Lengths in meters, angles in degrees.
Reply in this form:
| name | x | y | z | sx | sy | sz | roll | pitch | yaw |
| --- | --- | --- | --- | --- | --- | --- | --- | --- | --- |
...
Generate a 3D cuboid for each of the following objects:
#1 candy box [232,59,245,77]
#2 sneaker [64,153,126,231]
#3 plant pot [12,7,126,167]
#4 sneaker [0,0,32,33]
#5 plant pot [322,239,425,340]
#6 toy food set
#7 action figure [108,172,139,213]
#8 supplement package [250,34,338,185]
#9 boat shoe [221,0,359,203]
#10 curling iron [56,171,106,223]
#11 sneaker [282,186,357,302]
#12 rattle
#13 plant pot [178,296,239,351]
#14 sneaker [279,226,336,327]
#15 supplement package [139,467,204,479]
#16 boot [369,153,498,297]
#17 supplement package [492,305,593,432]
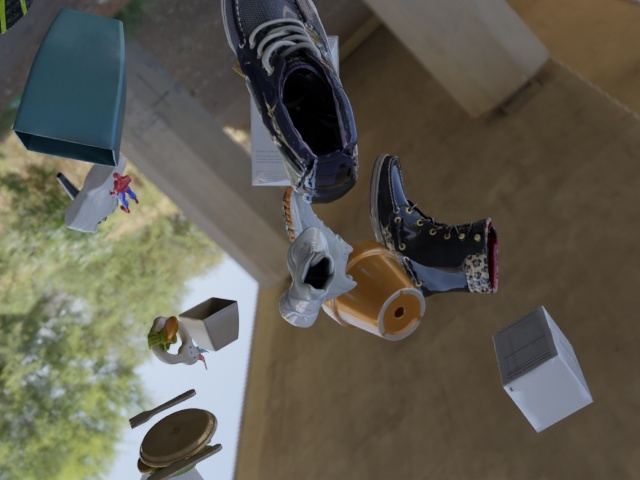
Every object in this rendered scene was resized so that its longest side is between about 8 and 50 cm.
| name | x | y | z | sx | sy | sz | roll | pitch | yaw |
| --- | --- | --- | --- | --- | --- | --- | --- | --- | --- |
| candy box | -0.100 | -0.329 | 1.967 | 0.027 | 0.206 | 0.105 | -52 | -141 | 8 |
| sneaker | -0.485 | -0.105 | 1.966 | 0.212 | 0.094 | 0.080 | -50 | -135 | 19 |
| plant pot | -0.420 | -0.270 | 1.525 | 0.165 | 0.165 | 0.234 | 151 | -51 | -78 |
| sneaker | -0.656 | -0.626 | 1.946 | 0.384 | 0.145 | 0.147 | -44 | -134 | -14 |
| plant pot | 0.130 | 0.126 | 1.958 | 0.205 | 0.205 | 0.188 | -47 | -141 | -7 |
| toy food set | -0.211 | 0.297 | 1.286 | 0.132 | 0.039 | 0.192 | -25 | -155 | -10 |
| action figure | -0.308 | -0.078 | 1.361 | 0.038 | 0.030 | 0.115 | -46 | 170 | -17 |
| supplement package | -0.049 | -0.270 | 1.789 | 0.175 | 0.293 | 0.177 | 0 | -165 | 3 |
| boat shoe | -0.034 | -0.222 | 1.056 | 0.127 | 0.341 | 0.158 | -22 | 170 | -6 |
| curling iron | -0.605 | -0.109 | 2.202 | 0.035 | 0.068 | 0.274 | -11 | 161 | 7 |
| sneaker | 0.000 | 0.000 | 1.829 | 0.121 | 0.263 | 0.099 | -18 | -165 | -8 |
| rattle | -0.331 | 0.258 | 2.240 | 0.142 | 0.199 | 0.130 | -41 | -154 | 27 |
| plant pot | -0.257 | 0.205 | 2.091 | 0.109 | 0.096 | 0.109 | -28 | -159 | -37 |
| sneaker | -0.006 | 0.048 | 1.610 | 0.115 | 0.090 | 0.232 | -53 | -158 | 39 |
| supplement package | -0.327 | 0.592 | 2.010 | 0.105 | 0.179 | 0.105 | -10 | 133 | -44 |
| boot | 0.275 | -0.030 | 2.114 | 0.284 | 0.378 | 0.138 | -1 | -168 | 26 |
| supplement package | 0.469 | 0.270 | 1.869 | 0.139 | 0.134 | 0.244 | -34 | -167 | 17 |
